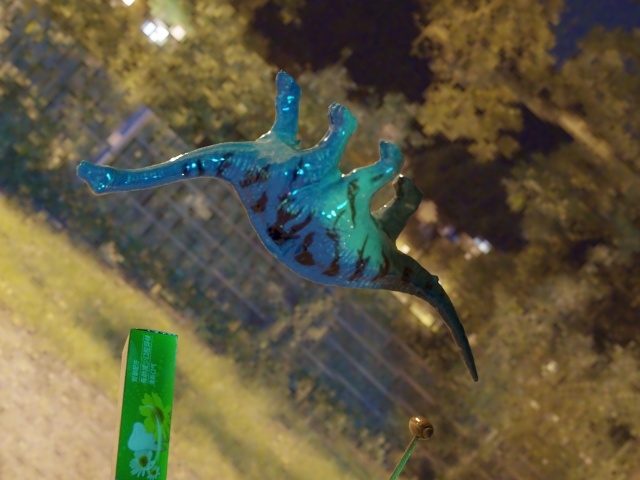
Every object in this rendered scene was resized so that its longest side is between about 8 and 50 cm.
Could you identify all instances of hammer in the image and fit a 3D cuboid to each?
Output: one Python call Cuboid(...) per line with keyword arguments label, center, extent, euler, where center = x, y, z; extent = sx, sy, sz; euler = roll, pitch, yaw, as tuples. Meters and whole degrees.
Cuboid(label="hammer", center=(0.043, 0.176, 0.937), extent=(0.014, 0.123, 0.029), euler=(28, 4, -22))

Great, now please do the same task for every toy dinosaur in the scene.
Cuboid(label="toy dinosaur", center=(0.004, -0.032, 0.966), extent=(0.329, 0.144, 0.076), euler=(27, -8, -16))

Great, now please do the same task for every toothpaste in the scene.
Cuboid(label="toothpaste", center=(-0.119, 0.146, 0.896), extent=(0.037, 0.178, 0.043), euler=(10, -33, -14))
